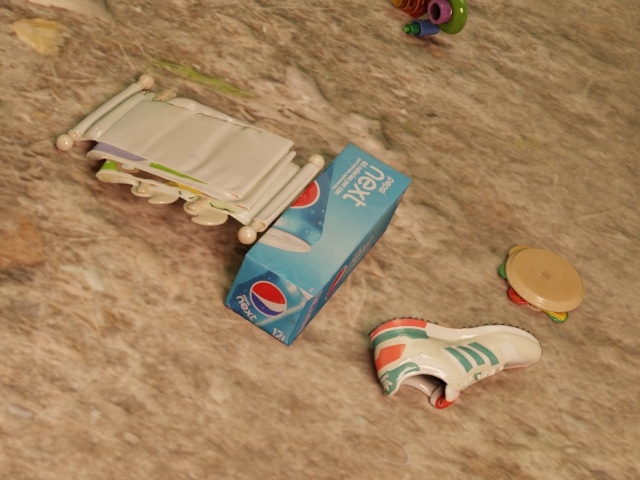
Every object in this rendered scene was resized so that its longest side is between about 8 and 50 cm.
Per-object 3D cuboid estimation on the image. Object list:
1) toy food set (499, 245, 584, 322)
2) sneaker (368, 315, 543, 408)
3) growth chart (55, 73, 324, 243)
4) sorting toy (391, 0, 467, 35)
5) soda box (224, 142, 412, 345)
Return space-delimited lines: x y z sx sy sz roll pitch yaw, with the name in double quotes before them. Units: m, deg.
"toy food set" 0.208 0.039 1.781 0.083 0.020 0.082 28 41 3
"sneaker" 0.119 0.113 1.642 0.161 0.057 0.075 7 60 -22
"growth chart" -0.118 -0.076 1.697 0.237 0.021 0.172 25 40 25
"sorting toy" 0.108 -0.245 2.005 0.042 0.061 0.102 -11 29 -34
"soda box" 0.000 0.000 1.683 0.071 0.067 0.210 32 40 8
